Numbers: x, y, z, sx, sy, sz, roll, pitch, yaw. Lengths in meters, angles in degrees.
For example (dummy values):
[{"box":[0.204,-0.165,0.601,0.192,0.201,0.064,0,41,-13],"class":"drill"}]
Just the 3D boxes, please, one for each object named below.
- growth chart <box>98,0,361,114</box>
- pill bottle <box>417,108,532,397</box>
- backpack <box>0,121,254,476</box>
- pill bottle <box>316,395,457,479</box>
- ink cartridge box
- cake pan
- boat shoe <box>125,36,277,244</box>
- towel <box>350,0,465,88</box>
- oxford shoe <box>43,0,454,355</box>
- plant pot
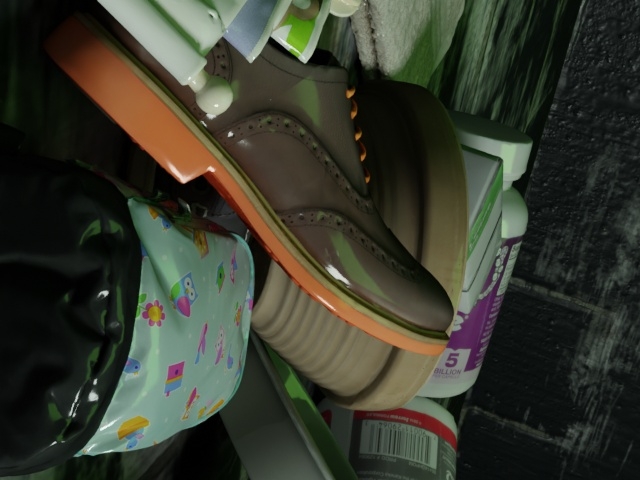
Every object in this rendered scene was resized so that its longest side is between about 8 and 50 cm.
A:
[{"box":[-0.037,-0.163,0.455,0.172,0.021,0.237,49,47,-20],"class":"growth chart"},{"box":[0.136,0.011,1.158,0.169,0.169,0.301,-32,138,-65],"class":"pill bottle"},{"box":[-0.104,0.037,0.493,0.182,0.115,0.152,12,95,-77],"class":"backpack"},{"box":[0.058,0.340,1.128,0.176,0.176,0.318,86,10,-55],"class":"pill bottle"},{"box":[0.081,-0.023,0.949,0.092,0.160,0.219,-65,163,-14],"class":"ink cartridge box"},{"box":[-0.002,0.196,0.801,0.054,0.293,0.293,-31,158,-3],"class":"cake pan"},{"box":[-0.048,-0.067,0.590,0.103,0.092,0.285,-45,150,-56],"class":"boat shoe"},{"box":[0.086,-0.225,0.931,0.282,0.049,0.187,69,43,-66],"class":"towel"},{"box":[-0.004,-0.037,0.512,0.098,0.097,0.271,-48,122,0],"class":"oxford shoe"},{"box":[0.000,0.000,0.717,0.237,0.110,0.237,-175,-90,-70],"class":"plant pot"}]
